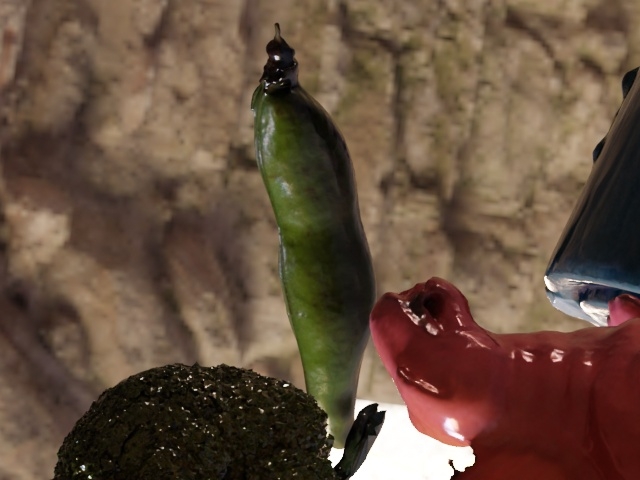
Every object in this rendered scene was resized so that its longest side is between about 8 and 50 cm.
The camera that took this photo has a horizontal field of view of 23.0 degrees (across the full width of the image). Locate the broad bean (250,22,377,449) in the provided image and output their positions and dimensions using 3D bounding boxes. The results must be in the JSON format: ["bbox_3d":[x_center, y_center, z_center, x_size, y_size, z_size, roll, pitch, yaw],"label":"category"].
[{"bbox_3d":[0.000,0.000,1.202,0.061,0.077,0.339,3,108,53],"label":"broad bean"}]

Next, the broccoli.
[{"bbox_3d":[-0.046,0.105,0.593,0.131,0.130,0.120,-24,-90,-48],"label":"broccoli"}]

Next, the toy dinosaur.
[{"bbox_3d":[0.120,0.081,0.321,0.139,0.286,0.070,-48,-33,-31],"label":"toy dinosaur"}]

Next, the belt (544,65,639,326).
[{"bbox_3d":[0.292,0.028,0.609,0.436,0.300,0.173,25,88,51],"label":"belt"}]
